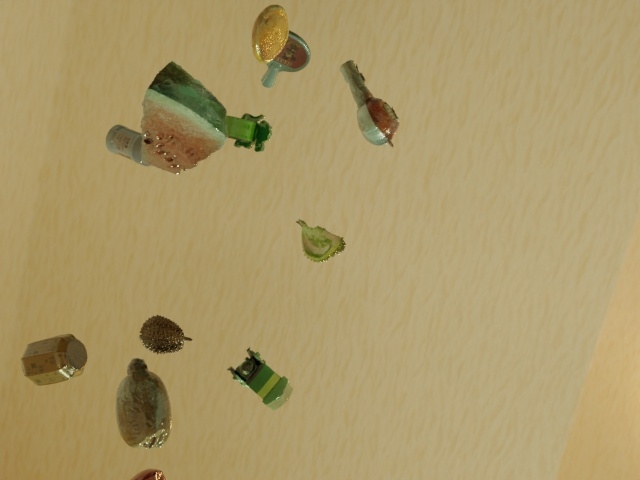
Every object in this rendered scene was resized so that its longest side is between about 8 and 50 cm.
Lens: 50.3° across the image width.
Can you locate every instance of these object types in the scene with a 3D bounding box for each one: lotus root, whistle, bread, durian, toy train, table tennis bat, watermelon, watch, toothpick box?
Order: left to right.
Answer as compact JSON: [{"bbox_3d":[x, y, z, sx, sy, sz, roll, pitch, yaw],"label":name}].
[{"bbox_3d":[-0.610,-0.310,2.224,0.153,0.101,0.101,21,-169,25],"label":"toothpick box"},{"bbox_3d":[-0.371,0.338,1.420,0.113,0.192,0.088,5,151,-38],"label":"lotus root"},{"bbox_3d":[-0.394,0.250,1.704,0.140,0.110,0.071,8,-151,8],"label":"durian"},{"bbox_3d":[-0.257,-0.193,1.220,0.154,0.094,0.241,35,143,-13],"label":"watermelon"},{"bbox_3d":[-0.269,-0.386,2.338,0.165,0.131,0.152,17,-177,35],"label":"watch"},{"bbox_3d":[-0.200,0.482,2.342,0.202,0.120,0.301,39,167,13],"label":"toy train"},{"bbox_3d":[-0.092,-0.381,1.260,0.024,0.110,0.110,25,-168,23],"label":"bread"},{"bbox_3d":[-0.114,-0.494,1.859,0.153,0.040,0.244,22,154,-11],"label":"table tennis bat"},{"bbox_3d":[0.000,0.000,1.864,0.086,0.100,0.215,-18,-156,-33],"label":"durian"},{"bbox_3d":[0.164,-0.450,2.270,0.142,0.134,0.346,-7,-115,-42],"label":"whistle"}]

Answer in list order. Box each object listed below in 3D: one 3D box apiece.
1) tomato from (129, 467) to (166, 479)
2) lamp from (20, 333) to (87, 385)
[{"bbox_3d":[-0.541,0.788,2.008,0.140,0.232,0.200,-1,-159,21],"label":"tomato"},{"bbox_3d":[-0.872,0.391,2.236,0.185,0.161,0.161,-14,-179,15],"label":"lamp"}]
